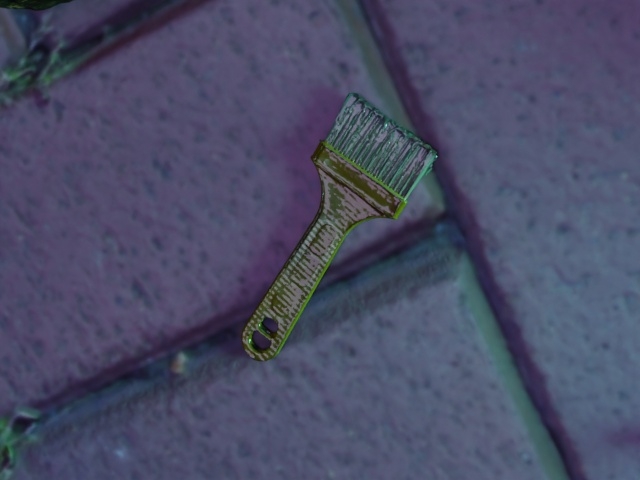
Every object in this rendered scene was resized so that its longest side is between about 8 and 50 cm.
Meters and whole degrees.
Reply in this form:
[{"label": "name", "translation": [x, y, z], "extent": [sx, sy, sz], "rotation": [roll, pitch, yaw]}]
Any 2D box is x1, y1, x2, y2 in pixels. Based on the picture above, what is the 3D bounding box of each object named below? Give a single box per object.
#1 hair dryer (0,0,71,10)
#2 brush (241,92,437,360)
[{"label": "hair dryer", "translation": [-0.311, -0.260, 1.169], "extent": [0.362, 0.128, 0.203], "rotation": [-8, 96, 24]}, {"label": "brush", "translation": [0.000, 0.000, 1.167], "extent": [0.082, 0.010, 0.218], "rotation": [35, 105, 8]}]
